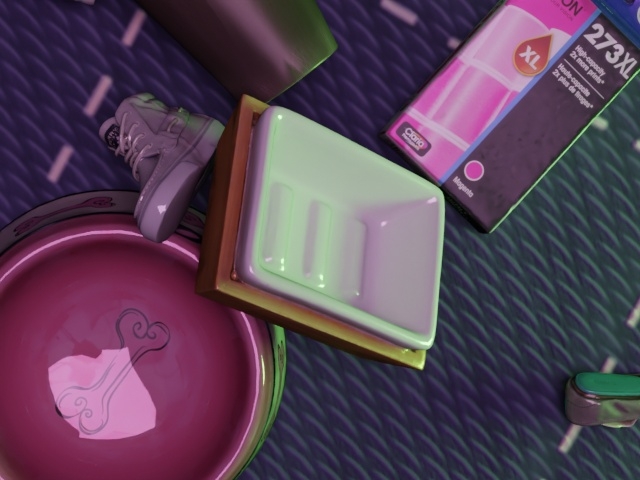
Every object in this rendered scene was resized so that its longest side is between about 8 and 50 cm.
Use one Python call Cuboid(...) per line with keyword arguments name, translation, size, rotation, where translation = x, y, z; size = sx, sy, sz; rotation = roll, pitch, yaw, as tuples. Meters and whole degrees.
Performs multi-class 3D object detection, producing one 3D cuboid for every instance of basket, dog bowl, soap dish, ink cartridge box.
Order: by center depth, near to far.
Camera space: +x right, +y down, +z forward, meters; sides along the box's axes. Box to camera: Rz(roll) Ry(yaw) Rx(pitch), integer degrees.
Cuboid(name="soap dish", translation=(0.000, 0.000, 1.519), size=(0.291, 0.118, 0.229), rotation=(24, 61, -34))
Cuboid(name="basket", translation=(-0.098, -0.271, 1.558), size=(0.204, 0.154, 0.227), rotation=(-38, 100, -13))
Cuboid(name="dog bowl", translation=(-0.234, 0.146, 1.564), size=(0.408, 0.150, 0.408), rotation=(0, 94, -7))
Cuboid(name="ink cartridge box", translation=(0.256, -0.201, 1.645), size=(0.176, 0.069, 0.371), rotation=(43, 86, -7))

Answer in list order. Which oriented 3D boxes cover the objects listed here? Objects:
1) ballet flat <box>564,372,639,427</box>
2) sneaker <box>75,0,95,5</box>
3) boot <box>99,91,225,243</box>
Cuboid(name="ballet flat", translation=(0.399, 0.195, 1.686), size=(0.213, 0.072, 0.068), rotation=(0, 120, -6))
Cuboid(name="sneaker", translation=(-0.313, -0.423, 1.545), size=(0.169, 0.108, 0.292), rotation=(9, 93, -10))
Cuboid(name="boot", translation=(-0.190, -0.086, 1.514), size=(0.123, 0.258, 0.095), rotation=(25, 113, -1))
